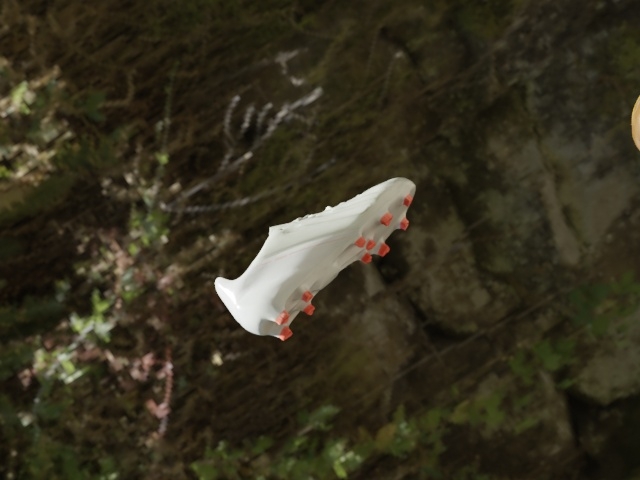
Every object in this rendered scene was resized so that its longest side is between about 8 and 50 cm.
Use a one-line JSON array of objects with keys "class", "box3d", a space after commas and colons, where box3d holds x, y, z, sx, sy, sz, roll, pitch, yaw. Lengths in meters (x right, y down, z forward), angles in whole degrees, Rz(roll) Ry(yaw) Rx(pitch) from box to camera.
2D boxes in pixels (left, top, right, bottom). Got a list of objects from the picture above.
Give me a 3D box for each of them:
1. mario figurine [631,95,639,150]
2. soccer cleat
[{"class": "mario figurine", "box3d": [0.265, -0.037, 0.504, 0.320, 0.170, 0.198, 52, 166, 51]}, {"class": "soccer cleat", "box3d": [0.000, 0.000, 0.896, 0.076, 0.196, 0.068, 39, 154, 22]}]
